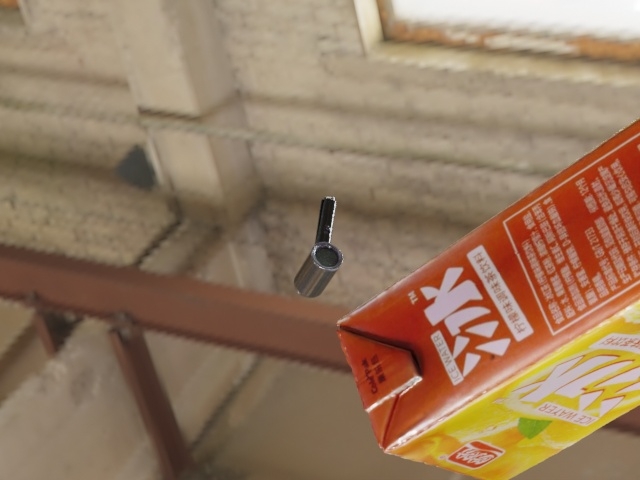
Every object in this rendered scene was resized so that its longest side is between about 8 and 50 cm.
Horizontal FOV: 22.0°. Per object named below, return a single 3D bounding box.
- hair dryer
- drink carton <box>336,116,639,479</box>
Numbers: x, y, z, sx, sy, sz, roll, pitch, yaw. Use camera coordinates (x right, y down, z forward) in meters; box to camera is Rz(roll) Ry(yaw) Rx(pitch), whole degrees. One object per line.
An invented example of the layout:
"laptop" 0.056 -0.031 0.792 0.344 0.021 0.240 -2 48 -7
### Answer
"hair dryer" 0.000 0.000 1.284 0.026 0.047 0.083 17 -128 -14
"drink carton" 0.124 0.014 0.662 0.223 0.096 0.071 -35 -123 23
